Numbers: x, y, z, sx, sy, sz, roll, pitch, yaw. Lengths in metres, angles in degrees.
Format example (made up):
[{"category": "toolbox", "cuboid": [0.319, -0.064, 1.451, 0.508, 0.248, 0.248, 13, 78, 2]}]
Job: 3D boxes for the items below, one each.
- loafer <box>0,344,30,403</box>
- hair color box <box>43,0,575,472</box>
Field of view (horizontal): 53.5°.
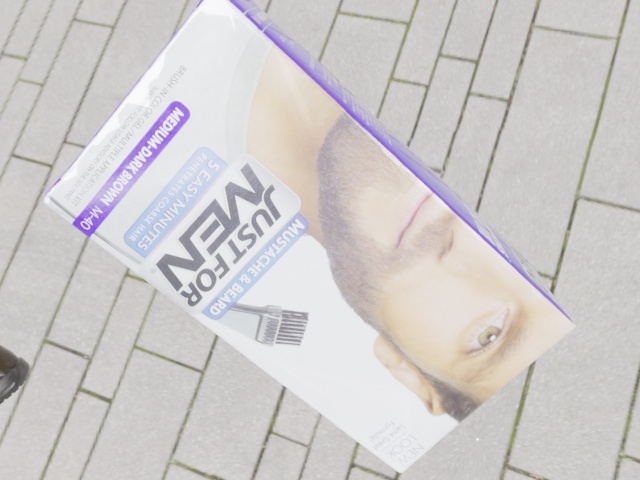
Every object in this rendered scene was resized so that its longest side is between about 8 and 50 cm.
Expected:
[{"category": "loafer", "cuboid": [-0.385, 0.166, 0.587, 0.220, 0.080, 0.078, -40, 105, -25]}, {"category": "hair color box", "cuboid": [0.000, 0.000, 0.477, 0.339, 0.110, 0.185, 40, 106, -16]}]
